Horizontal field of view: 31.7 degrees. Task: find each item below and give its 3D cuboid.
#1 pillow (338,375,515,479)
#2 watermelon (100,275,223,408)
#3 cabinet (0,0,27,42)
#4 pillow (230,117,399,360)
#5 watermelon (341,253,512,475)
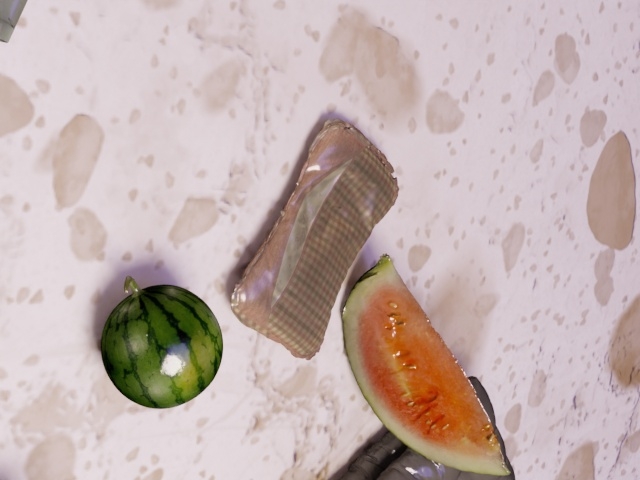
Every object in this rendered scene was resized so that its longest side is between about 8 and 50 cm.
[{"bbox_3d":[0.086,0.322,1.187,0.326,0.101,0.228,-41,127,-29],"label":"pillow"},{"bbox_3d":[-0.129,0.080,0.904,0.109,0.109,0.109,-16,114,-40],"label":"watermelon"},{"bbox_3d":[-0.233,-0.249,0.656,0.145,0.150,0.206,29,82,-49],"label":"cabinet"},{"bbox_3d":[-0.001,-0.002,1.043,0.135,0.034,0.211,38,75,-42],"label":"pillow"},{"bbox_3d":[0.095,0.131,1.101,0.063,0.119,0.245,-29,93,-37],"label":"watermelon"}]
